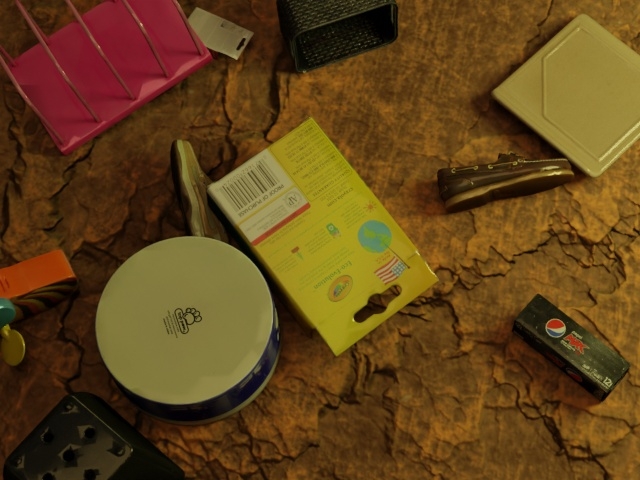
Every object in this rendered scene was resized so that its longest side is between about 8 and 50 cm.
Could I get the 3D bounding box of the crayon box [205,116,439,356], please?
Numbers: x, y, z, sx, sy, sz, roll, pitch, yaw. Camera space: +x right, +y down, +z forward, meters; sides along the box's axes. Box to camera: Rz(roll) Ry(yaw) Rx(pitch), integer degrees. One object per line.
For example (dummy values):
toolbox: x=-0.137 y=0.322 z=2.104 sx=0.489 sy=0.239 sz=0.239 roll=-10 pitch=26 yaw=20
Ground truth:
crayon box: x=0.000 y=0.000 z=1.801 sx=0.202 sy=0.081 sz=0.318 roll=-35 pitch=79 yaw=-12

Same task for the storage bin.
storage bin: x=0.028 y=-0.360 z=1.954 sx=0.180 sy=0.122 sz=0.084 roll=-20 pitch=66 yaw=-5

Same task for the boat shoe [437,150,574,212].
boat shoe: x=0.282 y=-0.102 z=1.850 sx=0.207 sy=0.073 sz=0.073 roll=-11 pitch=69 yaw=-1

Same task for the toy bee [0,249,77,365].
toy bee: x=-0.522 y=0.097 z=1.793 sx=0.298 sy=0.162 sz=0.195 roll=5 pitch=55 yaw=-21

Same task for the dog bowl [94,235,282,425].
dog bowl: x=-0.192 y=0.131 z=1.762 sx=0.265 sy=0.104 sz=0.265 roll=-1 pitch=66 yaw=3

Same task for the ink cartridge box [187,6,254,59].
ink cartridge box: x=-0.173 y=-0.339 z=2.010 sx=0.115 sy=0.029 sz=0.063 roll=25 pitch=70 yaw=13

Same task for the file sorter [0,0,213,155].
file sorter: x=-0.363 y=-0.323 z=1.915 sx=0.291 sy=0.182 sz=0.202 roll=-34 pitch=68 yaw=-4

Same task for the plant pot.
plant pot: x=-0.326 y=0.317 z=1.655 sx=0.188 sy=0.167 sz=0.187 roll=38 pitch=74 yaw=17

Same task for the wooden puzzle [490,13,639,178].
wooden puzzle: x=0.426 y=-0.230 z=1.919 sx=0.239 sy=0.044 sz=0.221 roll=-40 pitch=69 yaw=-18

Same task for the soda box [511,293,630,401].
soda box: x=0.361 y=0.155 z=1.742 sx=0.169 sy=0.053 sz=0.060 roll=39 pitch=73 yaw=18

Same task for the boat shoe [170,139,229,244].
boat shoe: x=-0.186 y=-0.072 z=1.880 sx=0.072 sy=0.068 sz=0.190 roll=-11 pitch=75 yaw=-14
